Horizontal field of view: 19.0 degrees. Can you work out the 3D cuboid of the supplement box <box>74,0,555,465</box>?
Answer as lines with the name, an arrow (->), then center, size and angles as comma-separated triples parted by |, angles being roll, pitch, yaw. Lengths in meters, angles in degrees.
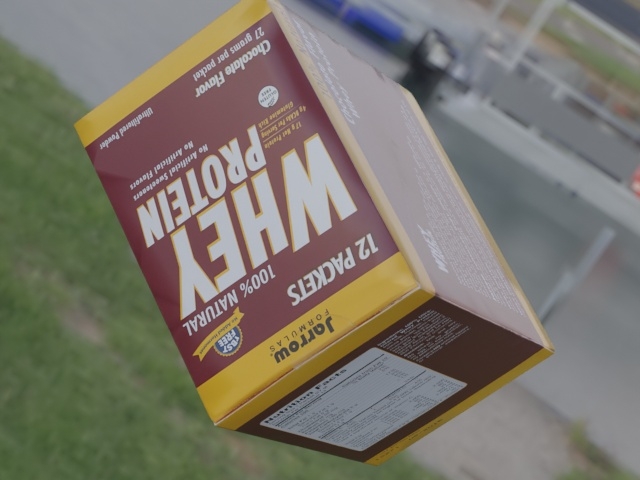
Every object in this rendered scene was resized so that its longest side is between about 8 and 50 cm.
supplement box -> 0.000, 0.000, 1.040 | 0.194, 0.129, 0.191 | 25, 34, -61
